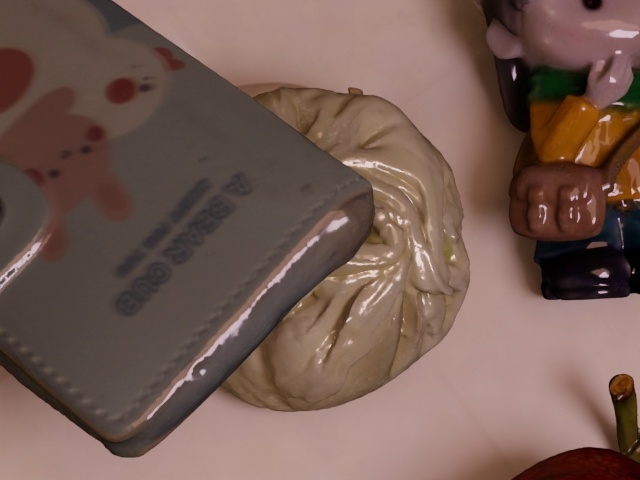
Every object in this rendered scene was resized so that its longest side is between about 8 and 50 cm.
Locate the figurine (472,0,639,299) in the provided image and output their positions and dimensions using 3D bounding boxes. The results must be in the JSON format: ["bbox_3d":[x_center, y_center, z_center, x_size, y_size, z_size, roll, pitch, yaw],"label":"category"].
[{"bbox_3d":[0.197,-0.125,1.160,0.185,0.204,0.332,-5,105,-17],"label":"figurine"}]

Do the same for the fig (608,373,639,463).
[{"bbox_3d":[0.287,0.196,1.104,0.186,0.148,0.142,18,84,30],"label":"fig"}]

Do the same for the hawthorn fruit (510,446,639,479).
[{"bbox_3d":[0.151,0.249,1.033,0.251,0.189,0.189,-30,84,-2],"label":"hawthorn fruit"}]

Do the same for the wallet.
[{"bbox_3d":[-0.170,-0.033,1.007,0.360,0.083,0.252,36,74,22],"label":"wallet"}]

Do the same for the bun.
[{"bbox_3d":[0.000,0.000,1.068,0.229,0.145,0.229,3,78,-16],"label":"bun"}]
